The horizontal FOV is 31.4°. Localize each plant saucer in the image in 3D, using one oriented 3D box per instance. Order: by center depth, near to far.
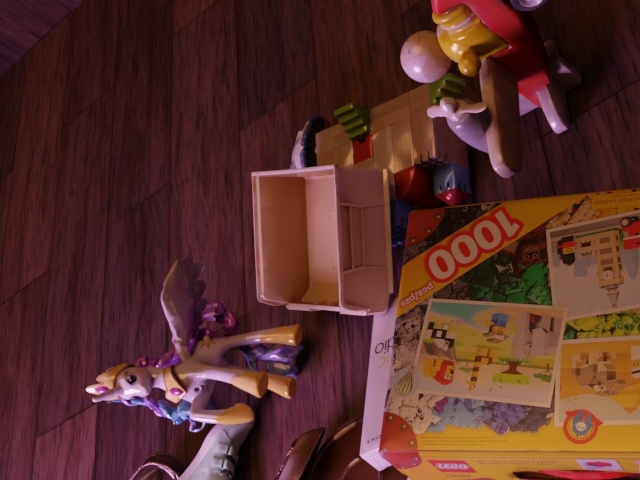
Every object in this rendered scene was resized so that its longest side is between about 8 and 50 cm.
[{"bbox_3d":[0.078,0.399,1.866,0.310,0.050,0.311,-27,39,25],"label":"plant saucer"},{"bbox_3d":[-0.047,0.406,1.955,0.036,0.198,0.199,23,90,7],"label":"plant saucer"}]

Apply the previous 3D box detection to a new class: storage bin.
[{"bbox_3d":[0.000,0.000,2.045,0.262,0.123,0.261,0,92,54],"label":"storage bin"}]

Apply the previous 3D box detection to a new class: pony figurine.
[{"bbox_3d":[-0.221,0.224,2.167,0.363,0.303,0.351,1,25,21],"label":"pony figurine"}]

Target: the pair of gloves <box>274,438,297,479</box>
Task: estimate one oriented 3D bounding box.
[{"bbox_3d":[-0.062,0.390,1.992,0.074,0.010,0.083,103,-166,-57],"label":"pair of gloves"}]

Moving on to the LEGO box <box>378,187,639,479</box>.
[{"bbox_3d":[0.360,0.140,1.528,0.500,0.193,0.373,-6,61,28],"label":"LEGO box"}]

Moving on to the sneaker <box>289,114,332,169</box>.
[{"bbox_3d":[-0.045,-0.117,2.322,0.131,0.111,0.297,-17,55,43],"label":"sneaker"}]

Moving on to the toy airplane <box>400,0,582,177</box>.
[{"bbox_3d":[0.271,-0.318,1.883,0.272,0.385,0.386,-14,11,18],"label":"toy airplane"}]

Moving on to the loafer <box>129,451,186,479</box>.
[{"bbox_3d":[-0.359,0.586,2.184,0.130,0.133,0.366,83,-151,-83],"label":"loafer"}]

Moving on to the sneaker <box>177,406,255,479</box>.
[{"bbox_3d":[-0.168,0.446,2.146,0.151,0.094,0.256,28,73,27],"label":"sneaker"}]

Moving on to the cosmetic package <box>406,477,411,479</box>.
[{"bbox_3d":[0.196,0.459,1.656,0.183,0.151,0.151,27,87,52],"label":"cosmetic package"}]

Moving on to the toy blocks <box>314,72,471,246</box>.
[{"bbox_3d":[0.131,-0.111,2.095,0.381,0.190,0.261,-21,65,41],"label":"toy blocks"}]

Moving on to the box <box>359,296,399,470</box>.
[{"bbox_3d":[0.177,0.196,1.856,0.232,0.058,0.322,-31,33,32],"label":"box"}]
